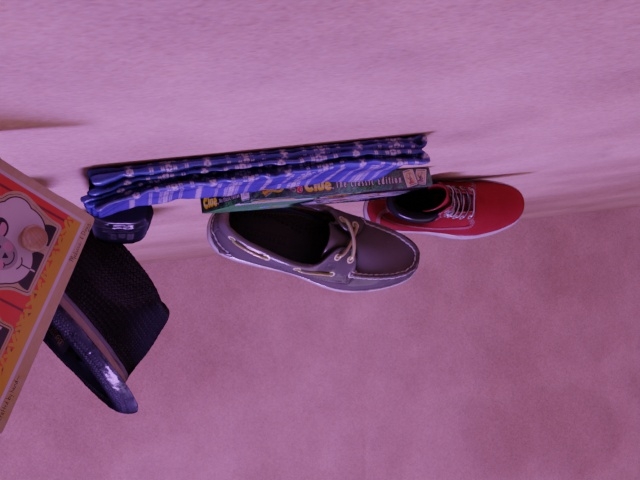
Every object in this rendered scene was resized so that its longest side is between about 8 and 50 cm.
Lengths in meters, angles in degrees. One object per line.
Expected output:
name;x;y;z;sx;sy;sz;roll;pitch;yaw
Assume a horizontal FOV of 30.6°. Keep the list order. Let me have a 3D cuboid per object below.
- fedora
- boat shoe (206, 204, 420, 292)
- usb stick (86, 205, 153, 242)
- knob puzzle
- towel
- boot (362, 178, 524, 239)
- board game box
fedora;-0.318;0.077;1.608;0.152;0.334;0.334;-41;-171;-18
boat shoe;-0.001;0.005;1.603;0.305;0.109;0.091;11;168;-12
usb stick;-0.246;-0.025;1.437;0.077;0.045;0.278;1;176;-10
knob puzzle;-0.259;0.013;0.773;0.213;0.213;0.030;-5;178;-36
towel;-0.075;-0.059;1.203;0.336;0.040;0.243;-7;178;-10
boot;0.199;-0.051;1.672;0.244;0.088;0.176;-3;175;-14
board game box;-0.004;-0.062;1.458;0.260;0.030;0.136;-6;179;-32
